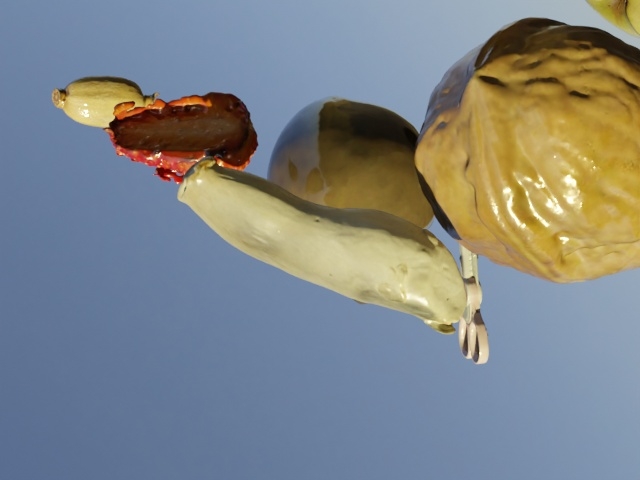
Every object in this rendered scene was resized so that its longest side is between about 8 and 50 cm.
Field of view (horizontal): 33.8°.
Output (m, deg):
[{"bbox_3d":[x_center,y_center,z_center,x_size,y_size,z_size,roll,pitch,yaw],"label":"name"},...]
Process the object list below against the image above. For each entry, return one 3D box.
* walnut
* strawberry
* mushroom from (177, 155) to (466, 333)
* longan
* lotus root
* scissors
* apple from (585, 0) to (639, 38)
[{"bbox_3d":[0.266,-0.100,1.212,0.344,0.306,0.306,34,-147,-38],"label":"walnut"},{"bbox_3d":[-0.171,-0.126,1.326,0.082,0.188,0.121,85,-170,-54],"label":"strawberry"},{"bbox_3d":[-0.001,0.001,1.171,0.351,0.109,0.097,21,-127,11],"label":"mushroom"},{"bbox_3d":[0.049,-0.061,1.485,0.300,0.243,0.300,-15,-90,-81],"label":"longan"},{"bbox_3d":[-0.292,-0.191,1.456,0.150,0.062,0.073,0,-96,-26],"label":"lotus root"},{"bbox_3d":[0.267,0.095,1.877,0.118,0.030,0.242,-163,68,-79],"label":"scissors"},{"bbox_3d":[0.581,-0.511,1.877,0.295,0.258,0.233,31,-169,-25],"label":"apple"}]
